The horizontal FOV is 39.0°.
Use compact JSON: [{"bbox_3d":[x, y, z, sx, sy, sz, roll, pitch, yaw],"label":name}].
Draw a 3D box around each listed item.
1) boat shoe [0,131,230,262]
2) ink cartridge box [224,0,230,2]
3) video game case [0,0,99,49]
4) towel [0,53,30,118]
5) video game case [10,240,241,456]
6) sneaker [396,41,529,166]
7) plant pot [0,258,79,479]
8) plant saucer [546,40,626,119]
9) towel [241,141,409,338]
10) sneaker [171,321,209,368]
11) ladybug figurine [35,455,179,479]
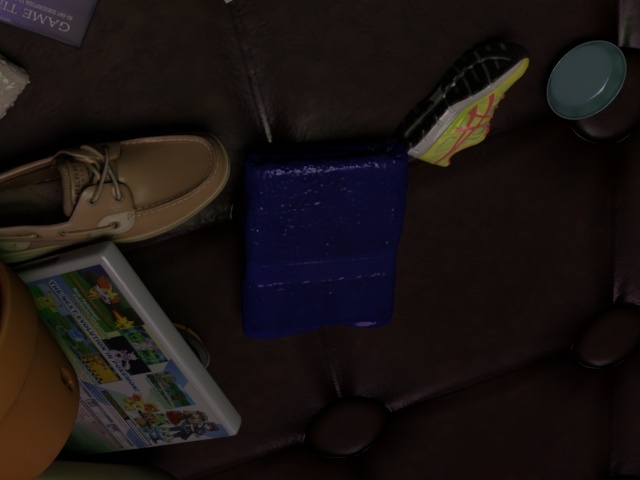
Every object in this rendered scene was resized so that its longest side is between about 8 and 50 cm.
[{"bbox_3d":[-0.275,-0.056,1.083,0.341,0.122,0.110,-19,166,-2],"label":"boat shoe"},{"bbox_3d":[-0.115,-0.333,0.972,0.052,0.088,0.122,-27,129,6],"label":"ink cartridge box"},{"bbox_3d":[-0.298,-0.353,0.940,0.196,0.026,0.274,16,120,-28],"label":"video game case"},{"bbox_3d":[-0.484,-0.133,1.028,0.187,0.049,0.282,31,110,-35],"label":"towel"},{"bbox_3d":[-0.307,0.159,1.199,0.300,0.036,0.329,-13,123,27],"label":"video game case"},{"bbox_3d":[0.202,-0.177,1.204,0.094,0.081,0.208,30,123,-33],"label":"sneaker"},{"bbox_3d":[-0.423,0.173,1.053,0.291,0.291,0.203,-29,139,4],"label":"plant pot"},{"bbox_3d":[0.365,-0.225,1.253,0.119,0.021,0.119,-8,127,-11],"label":"plant saucer"},{"bbox_3d":[0.000,0.000,1.264,0.227,0.076,0.308,-5,129,-11],"label":"towel"},{"bbox_3d":[-0.255,0.159,1.296,0.215,0.083,0.084,22,115,-31],"label":"sneaker"},{"bbox_3d":[-0.398,0.390,1.286,0.449,0.162,0.305,14,164,-35],"label":"ladybug figurine"}]
